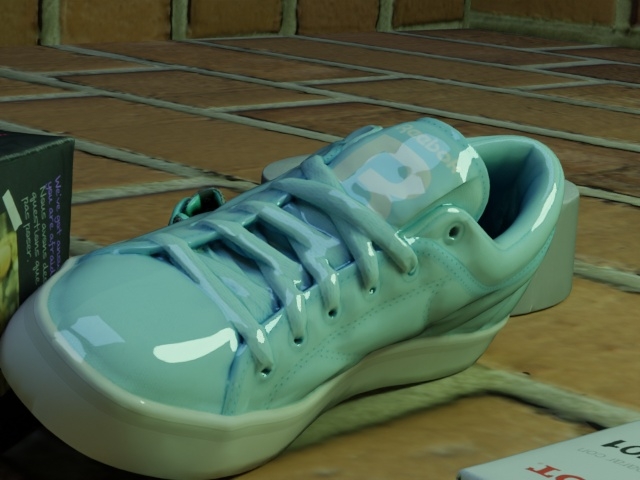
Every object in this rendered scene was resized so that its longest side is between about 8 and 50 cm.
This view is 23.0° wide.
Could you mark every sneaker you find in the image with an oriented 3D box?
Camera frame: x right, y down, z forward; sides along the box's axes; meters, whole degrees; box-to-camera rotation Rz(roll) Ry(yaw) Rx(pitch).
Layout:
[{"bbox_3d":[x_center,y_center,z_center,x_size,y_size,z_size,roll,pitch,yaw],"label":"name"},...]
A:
[{"bbox_3d":[-0.067,0.002,0.990,0.065,0.076,0.166,4,13,1],"label":"sneaker"},{"bbox_3d":[0.000,0.000,0.770,0.135,0.150,0.366,40,28,21],"label":"sneaker"}]

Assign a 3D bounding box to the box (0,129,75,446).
[{"bbox_3d":[-0.234,0.032,0.665,0.165,0.143,0.270,7,13,14],"label":"box"}]

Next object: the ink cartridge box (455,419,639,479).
[{"bbox_3d":[0.152,0.107,0.477,0.191,0.082,0.140,-6,16,-40],"label":"ink cartridge box"}]

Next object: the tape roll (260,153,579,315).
[{"bbox_3d":[0.066,-0.009,1.082,0.219,0.072,0.219,2,12,-1],"label":"tape roll"}]
